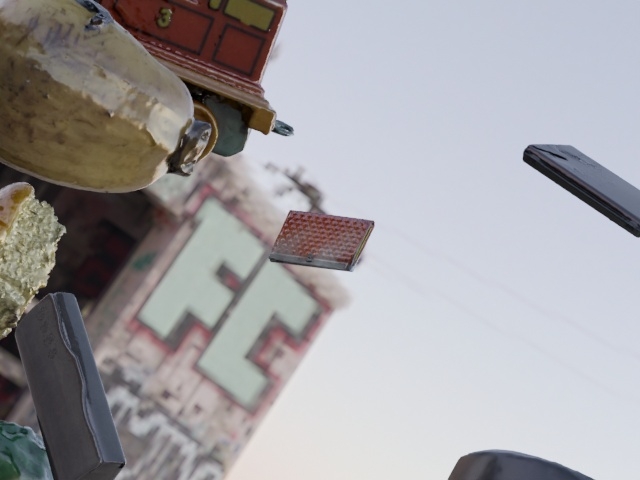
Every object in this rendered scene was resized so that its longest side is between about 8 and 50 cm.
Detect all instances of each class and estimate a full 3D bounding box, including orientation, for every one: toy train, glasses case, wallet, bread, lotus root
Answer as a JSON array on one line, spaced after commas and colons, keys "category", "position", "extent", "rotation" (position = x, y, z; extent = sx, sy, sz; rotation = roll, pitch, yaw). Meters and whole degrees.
[{"category": "toy train", "position": [-0.186, -0.227, 1.860], "extent": [0.369, 0.231, 0.163], "rotation": [20, 7, -14]}, {"category": "glasses case", "position": [-0.216, 0.135, 1.346], "extent": [0.042, 0.072, 0.190], "rotation": [17, 35, -39]}, {"category": "wallet", "position": [0.000, 0.000, 2.708], "extent": [0.196, 0.103, 0.020], "rotation": [8, -26, 43]}, {"category": "bread", "position": [-0.407, 0.033, 1.931], "extent": [0.121, 0.174, 0.245], "rotation": [27, -27, -15]}, {"category": "lotus root", "position": [-0.212, -0.127, 1.323], "extent": [0.257, 0.154, 0.140], "rotation": [23, 21, -21]}]

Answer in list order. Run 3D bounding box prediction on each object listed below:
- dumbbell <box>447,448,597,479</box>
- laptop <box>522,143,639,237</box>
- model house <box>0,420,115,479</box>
[{"category": "dumbbell", "position": [0.132, 0.348, 1.253], "extent": [0.204, 0.322, 0.204], "rotation": [25, -25, 13]}, {"category": "laptop", "position": [0.388, -0.069, 2.145], "extent": [0.207, 0.026, 0.154], "rotation": [38, 22, 26]}, {"category": "model house", "position": [-0.401, 0.331, 1.604], "extent": [0.382, 0.334, 0.342], "rotation": [-10, 2, 6]}]
